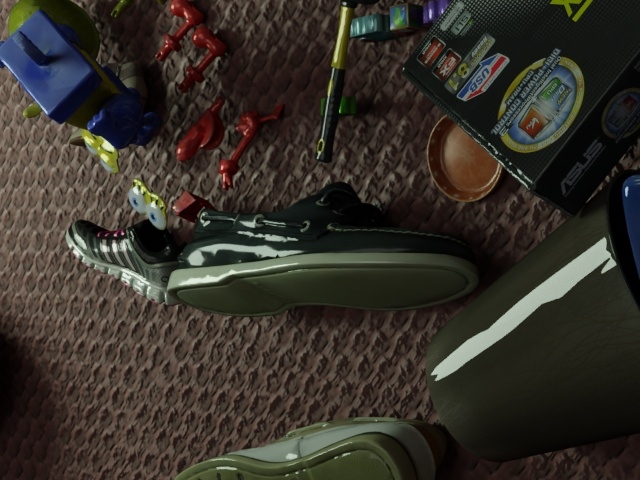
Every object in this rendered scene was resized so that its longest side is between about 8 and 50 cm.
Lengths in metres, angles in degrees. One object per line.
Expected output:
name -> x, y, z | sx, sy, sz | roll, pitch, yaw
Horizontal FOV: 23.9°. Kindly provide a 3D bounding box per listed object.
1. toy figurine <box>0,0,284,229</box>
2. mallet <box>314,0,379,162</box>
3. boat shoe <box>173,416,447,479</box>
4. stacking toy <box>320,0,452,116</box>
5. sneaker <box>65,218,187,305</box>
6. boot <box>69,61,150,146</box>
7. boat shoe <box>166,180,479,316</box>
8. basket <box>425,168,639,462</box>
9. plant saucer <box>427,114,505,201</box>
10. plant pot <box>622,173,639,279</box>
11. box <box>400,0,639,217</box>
toy figurine -> -0.236, -0.194, 1.516 | 0.191, 0.217, 0.362 | -46, 61, 10
mallet -> 0.024, -0.163, 1.382 | 0.062, 0.039, 0.190 | 13, 102, 46
boat shoe -> -0.011, 0.233, 1.432 | 0.302, 0.103, 0.113 | -15, 94, 39
stacking toy -> 0.083, -0.201, 1.384 | 0.221, 0.052, 0.167 | -3, 87, 43
sneaker -> -0.201, 0.005, 1.620 | 0.170, 0.063, 0.075 | 27, 108, 32
boot -> -0.232, -0.150, 1.662 | 0.118, 0.042, 0.087 | -3, 82, 40
boat shoe -> 0.002, 0.002, 1.411 | 0.340, 0.127, 0.113 | -8, 62, 43
basket -> 0.206, 0.081, 1.216 | 0.227, 0.154, 0.204 | -32, 85, 40
plant saucer -> 0.133, -0.076, 1.359 | 0.083, 0.013, 0.084 | 6, 99, 40
plant pot -> 0.367, 0.044, 1.027 | 0.236, 0.236, 0.212 | -3, 95, 40
box -> 0.208, -0.183, 1.186 | 0.270, 0.060, 0.216 | -52, 39, 12
